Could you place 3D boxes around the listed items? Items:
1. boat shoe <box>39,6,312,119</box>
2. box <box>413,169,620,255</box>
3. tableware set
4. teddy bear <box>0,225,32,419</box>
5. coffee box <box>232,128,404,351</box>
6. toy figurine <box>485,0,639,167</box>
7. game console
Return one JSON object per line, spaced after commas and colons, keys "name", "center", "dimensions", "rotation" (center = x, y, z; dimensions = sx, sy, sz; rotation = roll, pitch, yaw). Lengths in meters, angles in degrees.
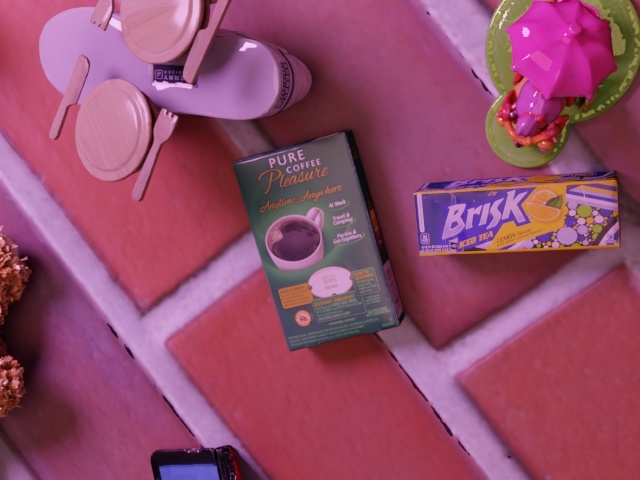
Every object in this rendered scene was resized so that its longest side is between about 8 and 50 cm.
{"name": "boat shoe", "center": [-0.131, -0.151, 0.938], "dimensions": [0.258, 0.084, 0.095], "rotation": [17, 105, 23]}
{"name": "box", "center": [0.167, -0.023, 0.895], "dimensions": [0.169, 0.054, 0.059], "rotation": [-3, 101, 16]}
{"name": "tableware set", "center": [-0.144, -0.139, 0.875], "dimensions": [0.128, 0.039, 0.194], "rotation": [34, 107, 28]}
{"name": "teddy bear", "center": [-0.399, 0.119, 1.057], "dimensions": [0.245, 0.113, 0.338], "rotation": [35, 108, 9]}
{"name": "coffee box", "center": [0.000, 0.000, 0.955], "dimensions": [0.113, 0.040, 0.184], "rotation": [-15, 98, 18]}
{"name": "toy figurine", "center": [0.174, -0.127, 0.816], "dimensions": [0.130, 0.159, 0.173], "rotation": [26, 108, 9]}
{"name": "game console", "center": [-0.111, 0.282, 1.027], "dimensions": [0.085, 0.124, 0.144], "rotation": [-12, 100, -9]}
